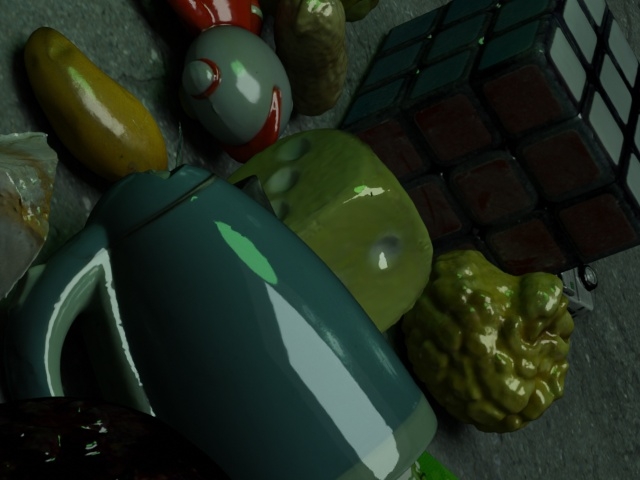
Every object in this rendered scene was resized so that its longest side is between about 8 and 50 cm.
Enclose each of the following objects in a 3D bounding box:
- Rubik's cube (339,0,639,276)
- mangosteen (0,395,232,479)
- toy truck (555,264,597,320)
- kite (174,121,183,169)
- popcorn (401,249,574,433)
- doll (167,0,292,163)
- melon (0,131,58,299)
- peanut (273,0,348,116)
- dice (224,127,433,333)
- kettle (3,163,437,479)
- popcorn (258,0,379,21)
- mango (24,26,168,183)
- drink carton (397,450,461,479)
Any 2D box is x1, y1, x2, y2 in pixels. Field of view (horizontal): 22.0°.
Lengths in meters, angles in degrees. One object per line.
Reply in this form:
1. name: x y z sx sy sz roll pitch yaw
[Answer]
1. Rubik's cube: 0.245 -0.142 2.112 0.304 0.305 0.301 57 30 -23
2. mangosteen: -0.195 0.262 1.161 0.297 0.313 0.297 29 15 -9
3. toy truck: 0.314 -0.003 2.340 0.125 0.101 0.242 29 45 -43
4. kite: -0.146 -0.050 1.631 0.152 0.005 0.137 -61 157 -83
5. popcorn: 0.210 0.113 1.988 0.200 0.203 0.226 33 36 -55
6. doll: -0.108 -0.214 1.777 0.200 0.105 0.336 14 52 -59
7. melon: -0.279 -0.047 1.389 0.139 0.093 0.202 39 36 -30
8. peanut: -0.014 -0.220 1.874 0.214 0.099 0.099 79 3 -67
9. dice: 0.000 0.000 1.675 0.166 0.169 0.169 35 -23 51
10. kettle: -0.111 0.108 1.456 0.319 0.247 0.342 -38 99 -33
11. popcorn: 0.004 -0.374 1.949 0.225 0.276 0.276 37 19 24
12. mango: -0.212 -0.119 1.558 0.190 0.075 0.098 53 18 -23
13. drink carton: 0.088 0.315 1.743 0.271 0.108 0.161 42 39 -38
